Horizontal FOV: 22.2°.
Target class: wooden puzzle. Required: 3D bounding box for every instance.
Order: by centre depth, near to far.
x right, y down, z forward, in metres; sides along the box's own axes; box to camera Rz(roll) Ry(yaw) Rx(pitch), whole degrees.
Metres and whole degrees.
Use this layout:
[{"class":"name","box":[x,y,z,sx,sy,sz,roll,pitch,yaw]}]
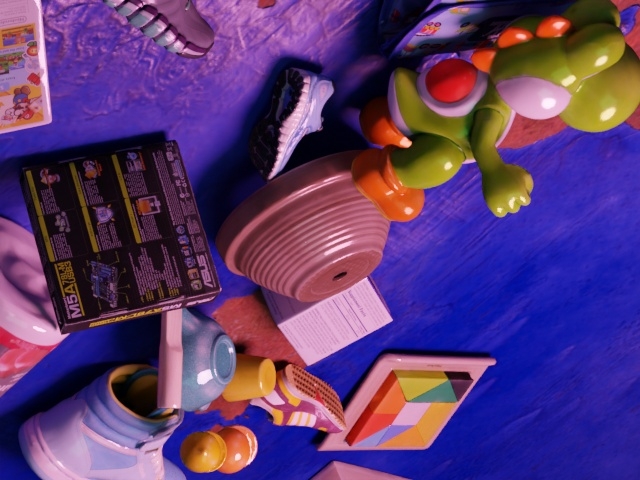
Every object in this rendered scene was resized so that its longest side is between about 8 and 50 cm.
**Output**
[{"class":"wooden puzzle","box":[0.134,0.258,2.517,0.221,0.044,0.239,5,135,-37]}]

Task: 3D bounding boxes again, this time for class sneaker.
[{"class":"sneaker","box":[-0.161,-0.262,1.632,0.098,0.083,0.223,-43,141,14]},{"class":"sneaker","box":[-0.028,-0.129,1.903,0.073,0.063,0.162,-3,139,-35]},{"class":"sneaker","box":[-0.236,0.277,2.233,0.208,0.127,0.319,-36,145,15]},{"class":"sneaker","box":[-0.033,0.240,2.376,0.084,0.069,0.185,-28,140,17]}]

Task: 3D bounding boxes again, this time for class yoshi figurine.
[{"class":"yoshi figurine","box":[0.220,-0.145,1.858,0.362,0.203,0.203,-28,178,38]}]

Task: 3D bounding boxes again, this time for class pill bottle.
[{"class":"pill bottle","box":[-0.441,0.129,1.866,0.318,0.176,0.176,-41,143,19]}]

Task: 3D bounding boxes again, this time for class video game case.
[{"class":"video game case","box":[-0.383,-0.182,1.605,0.227,0.026,0.206,-14,132,-19]}]

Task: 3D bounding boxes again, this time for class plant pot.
[{"class":"plant pot","box":[0.000,0.000,1.997,0.237,0.110,0.237,-25,161,-9]}]

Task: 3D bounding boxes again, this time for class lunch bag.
[{"class":"lunch bag","box":[0.196,-0.297,1.803,0.221,0.138,0.293,-11,156,-23]}]

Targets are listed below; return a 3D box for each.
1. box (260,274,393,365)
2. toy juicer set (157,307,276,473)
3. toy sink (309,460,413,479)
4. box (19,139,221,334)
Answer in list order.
[{"class":"box","box":[0.009,0.084,2.189,0.137,0.072,0.126,-28,145,3]},{"class":"toy juicer set","box":[-0.169,0.187,2.106,0.089,0.209,0.329,-2,151,23]},{"class":"toy sink","box":[0.064,0.471,2.668,0.153,0.131,0.234,-42,143,21]},{"class":"box","box":[-0.224,-0.006,1.823,0.184,0.191,0.045,-14,165,-19]}]
